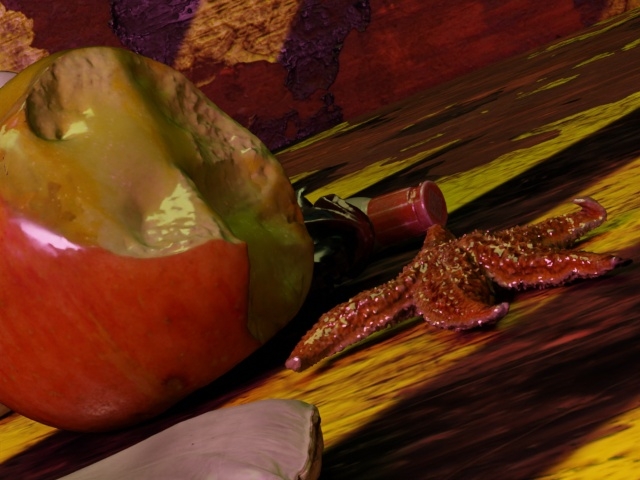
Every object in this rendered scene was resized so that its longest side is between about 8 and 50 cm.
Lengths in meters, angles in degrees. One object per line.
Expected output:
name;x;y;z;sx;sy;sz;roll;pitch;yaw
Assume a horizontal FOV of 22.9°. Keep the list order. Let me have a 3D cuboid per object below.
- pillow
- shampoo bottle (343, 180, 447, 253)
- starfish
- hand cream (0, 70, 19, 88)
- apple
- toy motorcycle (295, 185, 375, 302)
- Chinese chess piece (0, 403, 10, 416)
pillow;-0.104;0.126;0.687;0.229;0.051;0.128;-22;4;12
shampoo bottle;0.000;0.000;1.297;0.220;0.051;0.108;-18;6;30
starfish;0.084;0.022;0.952;0.240;0.043;0.227;-27;8;-17
hand cream;-0.287;-0.009;1.470;0.185;0.118;0.359;-19;49;3
apple;-0.138;-0.006;1.014;0.246;0.226;0.246;-31;12;7
toy motorcycle;-0.044;0.015;1.187;0.213;0.082;0.122;-11;14;44
Chinese chess piece;-0.291;0.055;1.212;0.083;0.188;0.188;-25;4;33
